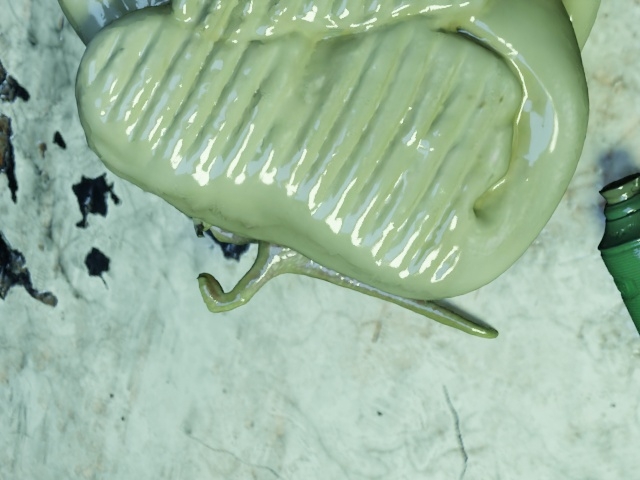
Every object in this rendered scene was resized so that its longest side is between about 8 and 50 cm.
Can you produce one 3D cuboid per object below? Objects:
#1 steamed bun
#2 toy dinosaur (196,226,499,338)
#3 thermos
[{"bbox_3d":[-0.004,-0.160,0.849,0.367,0.255,0.343,21,93,-10],"label":"steamed bun"},{"bbox_3d":[-0.002,0.000,1.016,0.199,0.072,0.251,-24,85,22],"label":"toy dinosaur"},{"bbox_3d":[0.253,0.041,0.887,0.083,0.073,0.188,-24,95,34],"label":"thermos"}]
